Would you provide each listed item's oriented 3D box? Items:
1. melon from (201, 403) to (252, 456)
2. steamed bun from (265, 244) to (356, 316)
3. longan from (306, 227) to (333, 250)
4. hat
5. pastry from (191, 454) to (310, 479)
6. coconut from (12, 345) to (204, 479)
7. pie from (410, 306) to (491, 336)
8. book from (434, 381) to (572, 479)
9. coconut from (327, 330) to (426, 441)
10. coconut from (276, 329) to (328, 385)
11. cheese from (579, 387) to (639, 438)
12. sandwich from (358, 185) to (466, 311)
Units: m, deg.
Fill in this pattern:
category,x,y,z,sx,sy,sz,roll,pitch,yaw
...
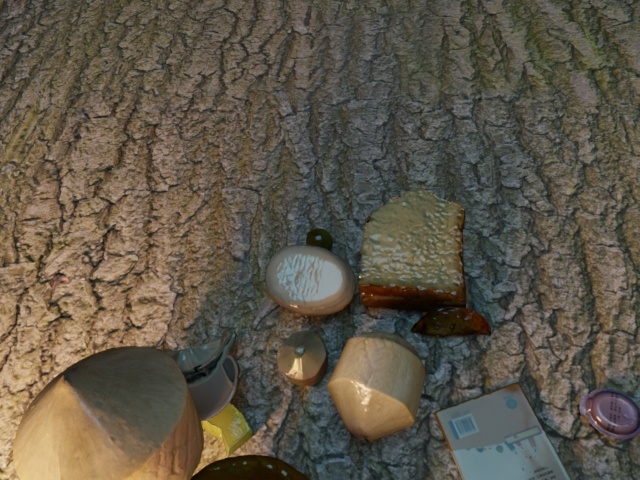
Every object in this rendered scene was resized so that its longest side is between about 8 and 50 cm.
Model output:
category,x,y,z,sx,sy,sz,roll,pitch,yaw
melon,-0.255,0.421,1.163,0.210,0.064,0.118,14,59,13
steamed bun,-0.022,0.106,1.293,0.228,0.130,0.177,9,69,11
longan,0.000,0.000,1.403,0.075,0.075,0.083,31,25,23
hat,-0.286,0.319,1.176,0.220,0.164,0.225,-6,55,-21
pastry,-0.123,0.546,0.931,0.356,0.163,0.356,23,27,-12
coconut,-0.367,0.326,0.896,0.329,0.328,0.328,-3,57,5
pie,0.313,0.195,1.222,0.191,0.088,0.033,0,29,7
book,0.395,0.468,1.076,0.208,0.020,0.295,-17,57,-4
coconut,0.117,0.317,1.104,0.202,0.202,0.222,14,55,16
coconut,-0.041,0.274,1.192,0.116,0.122,0.116,-3,58,4
cheese,0.652,0.377,1.090,0.191,0.042,0.105,16,62,16
sandwich,0.236,0.022,1.318,0.262,0.131,0.325,2,60,10
